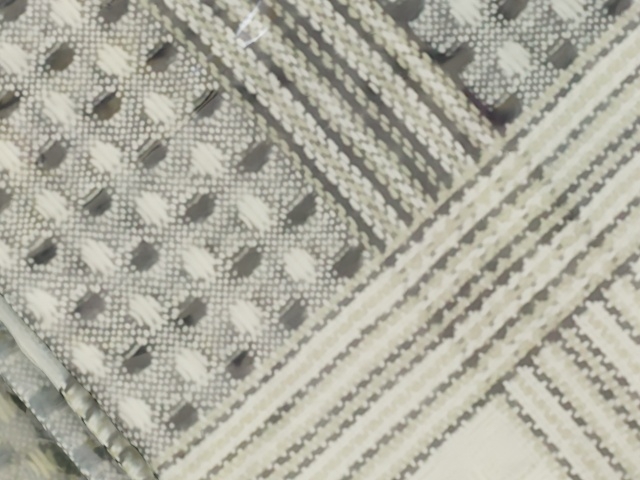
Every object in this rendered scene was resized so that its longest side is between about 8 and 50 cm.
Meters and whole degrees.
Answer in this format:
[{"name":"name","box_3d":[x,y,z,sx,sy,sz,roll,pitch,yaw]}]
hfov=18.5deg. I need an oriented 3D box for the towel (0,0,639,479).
[{"name":"towel","box_3d":[-0.003,-0.070,0.461,0.324,0.056,0.312,-42,82,4]}]
